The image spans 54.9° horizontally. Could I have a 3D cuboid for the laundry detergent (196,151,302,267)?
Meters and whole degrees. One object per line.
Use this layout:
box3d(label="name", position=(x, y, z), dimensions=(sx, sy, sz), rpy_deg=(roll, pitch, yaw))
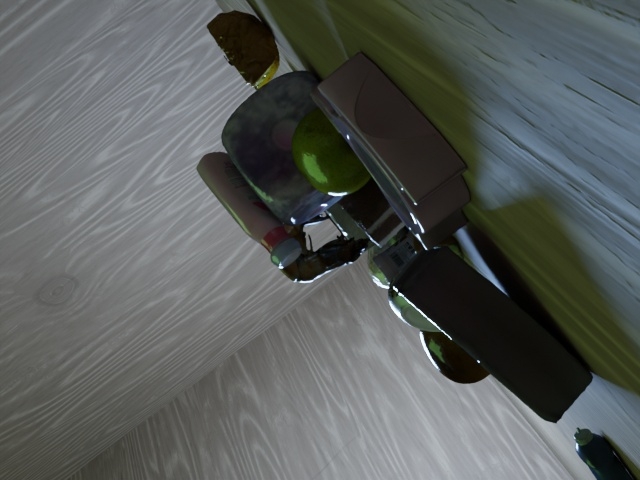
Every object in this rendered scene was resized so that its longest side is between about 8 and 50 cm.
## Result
box3d(label="laundry detergent", position=(-0.171, -0.077, 1.525), dimensions=(0.335, 0.088, 0.159), rpy_deg=(50, -160, 18))

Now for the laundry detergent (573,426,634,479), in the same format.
box3d(label="laundry detergent", position=(0.551, 0.442, 1.175), dimensions=(0.206, 0.061, 0.097), rpy_deg=(54, -169, -3))

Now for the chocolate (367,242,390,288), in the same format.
box3d(label="chocolate", position=(0.199, 0.024, 1.904), dimensions=(0.134, 0.134, 0.309), rpy_deg=(50, -158, -46))

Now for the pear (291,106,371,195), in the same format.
box3d(label="pear", position=(0.040, -0.178, 1.195), dimensions=(0.216, 0.166, 0.180), rpy_deg=(-1, 116, 65))

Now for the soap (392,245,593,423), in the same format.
box3d(label="soap", position=(0.253, 0.136, 0.989), dimensions=(0.285, 0.107, 0.296), rpy_deg=(42, -178, 2))

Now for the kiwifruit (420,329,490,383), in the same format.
box3d(label="kiwifruit", position=(0.381, 0.279, 1.712), dimensions=(0.234, 0.195, 0.196), rpy_deg=(57, -178, -13))

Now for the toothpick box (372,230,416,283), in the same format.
box3d(label="toothpick box", position=(0.214, 0.041, 1.512), dimensions=(0.098, 0.148, 0.098), rpy_deg=(53, -177, -4))

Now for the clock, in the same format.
box3d(label="clock", position=(0.093, -0.131, 0.871), dimensions=(0.290, 0.080, 0.275), rpy_deg=(55, -177, 24))

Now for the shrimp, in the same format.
box3d(label="shrimp", position=(-0.004, 0.003, 1.619), dimensions=(0.178, 0.289, 0.075), rpy_deg=(63, 153, 9))

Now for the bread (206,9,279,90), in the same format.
box3d(label="bread", position=(-0.193, -0.525, 1.666), dimensions=(0.229, 0.139, 0.143), rpy_deg=(54, -175, 11))

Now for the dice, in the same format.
box3d(label="dice", position=(-0.054, -0.213, 1.467), dimensions=(0.270, 0.270, 0.271), rpy_deg=(53, -177, 10))

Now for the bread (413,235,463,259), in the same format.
box3d(label="bread", position=(0.232, -0.029, 1.230), dimensions=(0.074, 0.084, 0.139), rpy_deg=(49, -144, -51))

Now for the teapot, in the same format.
box3d(label="teapot", position=(0.259, 0.116, 1.424), dimensions=(0.298, 0.204, 0.140), rpy_deg=(77, -154, -54))

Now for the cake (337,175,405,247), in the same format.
box3d(label="cake", position=(0.145, -0.083, 1.612), dimensions=(0.147, 0.134, 0.135), rpy_deg=(36, -169, -42))

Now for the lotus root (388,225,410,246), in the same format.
box3d(label="lotus root", position=(0.222, -0.021, 1.717), dimensions=(0.179, 0.080, 0.089), rpy_deg=(58, -155, 7))

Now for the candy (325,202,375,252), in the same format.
box3d(label="candy", position=(0.092, -0.120, 1.771), dimensions=(0.321, 0.179, 0.135), rpy_deg=(50, -177, -46))
